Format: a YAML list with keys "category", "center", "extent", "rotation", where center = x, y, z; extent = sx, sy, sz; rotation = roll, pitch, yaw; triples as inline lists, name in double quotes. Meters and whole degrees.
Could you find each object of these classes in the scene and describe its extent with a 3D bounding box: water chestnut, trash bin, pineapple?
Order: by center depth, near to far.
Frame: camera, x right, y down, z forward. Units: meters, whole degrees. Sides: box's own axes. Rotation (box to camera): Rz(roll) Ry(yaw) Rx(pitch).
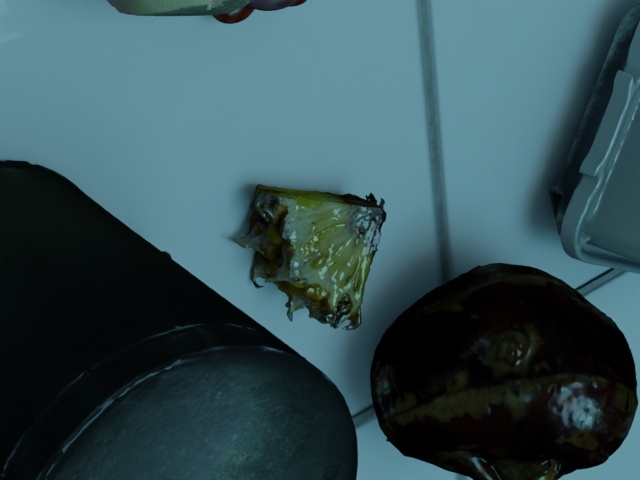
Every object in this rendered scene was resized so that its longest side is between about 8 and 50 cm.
- category: "trash bin"
  center: [-0.147, 0.089, 0.720]
  extent: [0.252, 0.301, 0.203]
  rotation: [-5, 115, -35]
- category: "pineapple"
  center: [0.000, 0.000, 0.951]
  extent: [0.116, 0.069, 0.137]
  rotation: [-42, 129, -15]
- category: "water chestnut"
  center: [0.159, 0.133, 1.037]
  extent: [0.224, 0.224, 0.238]
  rotation: [24, 62, -43]
- category: "trash bin"
  center: [0.421, -0.062, 1.054]
  extent: [0.256, 0.368, 0.296]
  rotation: [13, 102, -41]

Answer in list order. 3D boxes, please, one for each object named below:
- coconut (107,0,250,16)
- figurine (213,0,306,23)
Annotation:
- category: "coconut"
  center: [-0.084, -0.204, 0.738]
  extent: [0.147, 0.147, 0.152]
  rotation: [-41, 128, -16]
- category: "figurine"
  center: [-0.038, -0.188, 0.830]
  extent: [0.083, 0.071, 0.067]
  rotation: [-40, 89, -27]
